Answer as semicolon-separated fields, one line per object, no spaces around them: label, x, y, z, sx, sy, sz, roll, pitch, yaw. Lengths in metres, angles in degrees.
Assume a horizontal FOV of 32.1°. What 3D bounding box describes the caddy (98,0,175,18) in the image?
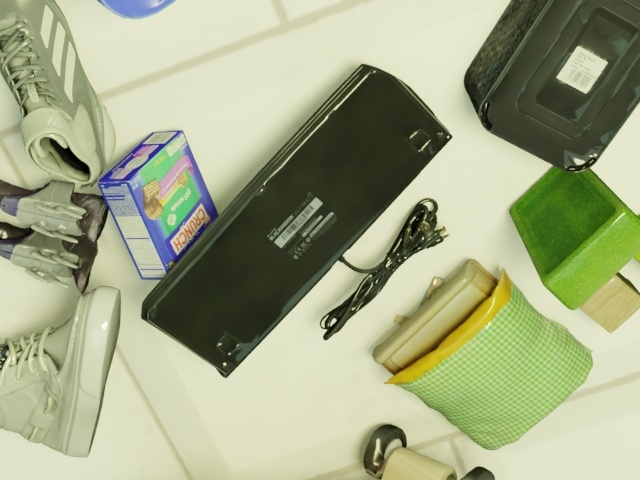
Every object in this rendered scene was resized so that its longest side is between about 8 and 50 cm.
caddy;-0.177;-0.330;0.806;0.241;0.179;0.341;7;120;-33

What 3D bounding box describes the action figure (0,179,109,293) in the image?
action figure;-0.337;-0.038;1.000;0.285;0.099;0.185;15;122;-8

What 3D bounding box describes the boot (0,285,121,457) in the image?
boot;-0.266;0.124;1.065;0.123;0.095;0.258;15;137;-8

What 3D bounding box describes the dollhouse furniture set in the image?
dollhouse furniture set;0.217;0.100;1.068;0.197;0.151;0.301;38;106;-22

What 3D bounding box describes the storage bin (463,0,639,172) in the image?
storage bin;0.222;-0.166;0.971;0.122;0.084;0.180;25;114;-16

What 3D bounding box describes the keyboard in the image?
keyboard;0.000;0.000;1.038;0.317;0.033;0.201;-46;123;4

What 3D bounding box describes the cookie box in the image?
cookie box;-0.144;-0.032;1.016;0.040;0.092;0.107;1;126;33

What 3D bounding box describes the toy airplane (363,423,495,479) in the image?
toy airplane;-0.001;0.362;1.077;0.384;0.386;0.272;6;106;-6

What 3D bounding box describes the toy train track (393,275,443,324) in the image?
toy train track;0.105;0.075;1.136;0.048;0.014;0.083;16;116;-12

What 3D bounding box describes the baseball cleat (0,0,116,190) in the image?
baseball cleat;-0.237;-0.138;0.942;0.072;0.109;0.206;-25;116;15
